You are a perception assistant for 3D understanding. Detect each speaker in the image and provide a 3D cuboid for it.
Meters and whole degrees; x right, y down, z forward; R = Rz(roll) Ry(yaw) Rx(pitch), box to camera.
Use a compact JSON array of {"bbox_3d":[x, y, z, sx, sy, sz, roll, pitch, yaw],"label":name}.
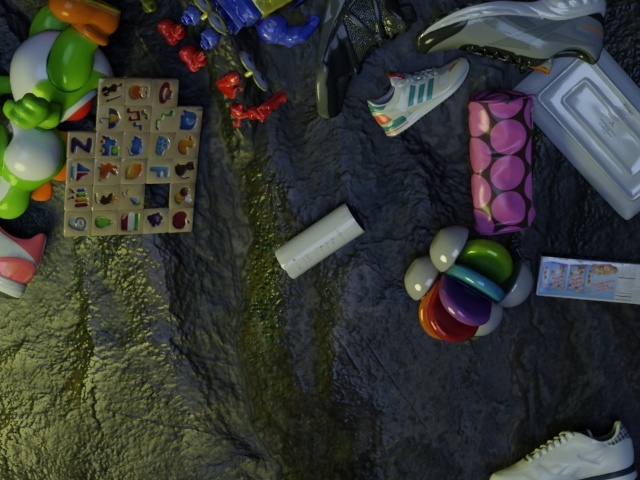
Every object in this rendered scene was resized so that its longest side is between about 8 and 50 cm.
[{"bbox_3d":[0.000,0.000,1.605,0.136,0.055,0.055,-34,102,11],"label":"speaker"}]

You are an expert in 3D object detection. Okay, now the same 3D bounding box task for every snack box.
[{"bbox_3d":[0.421,0.059,1.624,0.178,0.022,0.064,5,107,0],"label":"snack box"}]

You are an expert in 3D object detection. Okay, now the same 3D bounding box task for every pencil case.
[{"bbox_3d":[0.268,-0.114,1.547,0.098,0.095,0.209,-4,108,0],"label":"pencil case"}]

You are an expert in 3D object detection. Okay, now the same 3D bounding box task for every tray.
[{"bbox_3d":[0.421,-0.167,1.558,0.145,0.030,0.270,-43,100,11],"label":"tray"}]

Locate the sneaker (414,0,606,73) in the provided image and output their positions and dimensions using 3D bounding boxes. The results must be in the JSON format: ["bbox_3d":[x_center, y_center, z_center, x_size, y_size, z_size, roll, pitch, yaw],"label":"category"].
[{"bbox_3d":[0.268,-0.283,1.485,0.271,0.100,0.108,-5,92,3],"label":"sneaker"}]

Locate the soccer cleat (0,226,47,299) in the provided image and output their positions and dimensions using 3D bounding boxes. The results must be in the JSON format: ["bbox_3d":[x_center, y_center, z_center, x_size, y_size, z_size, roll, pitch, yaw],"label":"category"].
[{"bbox_3d":[-0.569,-0.031,1.603,0.318,0.108,0.116,30,84,-5],"label":"soccer cleat"}]

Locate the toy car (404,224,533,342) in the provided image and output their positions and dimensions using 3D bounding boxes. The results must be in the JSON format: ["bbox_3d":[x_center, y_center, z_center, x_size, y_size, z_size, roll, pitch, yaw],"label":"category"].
[{"bbox_3d":[0.211,0.079,1.562,0.159,0.136,0.182,32,133,-6],"label":"toy car"}]

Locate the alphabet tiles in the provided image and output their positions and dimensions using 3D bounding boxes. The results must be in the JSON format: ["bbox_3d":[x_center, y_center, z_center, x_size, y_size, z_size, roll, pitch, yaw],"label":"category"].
[{"bbox_3d":[-0.273,-0.121,1.550,0.198,0.009,0.237,-3,111,-26],"label":"alphabet tiles"}]

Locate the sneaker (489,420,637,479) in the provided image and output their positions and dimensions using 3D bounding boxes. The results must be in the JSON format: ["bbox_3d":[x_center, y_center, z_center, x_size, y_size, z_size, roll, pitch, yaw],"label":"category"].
[{"bbox_3d":[0.379,0.351,1.685,0.235,0.090,0.095,-12,92,1],"label":"sneaker"}]

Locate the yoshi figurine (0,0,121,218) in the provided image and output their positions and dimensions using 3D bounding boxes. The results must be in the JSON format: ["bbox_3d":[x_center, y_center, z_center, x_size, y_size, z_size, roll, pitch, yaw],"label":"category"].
[{"bbox_3d":[-0.435,-0.204,1.502,0.203,0.203,0.362,27,107,5],"label":"yoshi figurine"}]

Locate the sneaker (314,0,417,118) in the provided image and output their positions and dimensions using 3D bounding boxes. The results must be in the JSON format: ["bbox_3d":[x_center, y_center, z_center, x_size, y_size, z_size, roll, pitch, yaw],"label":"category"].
[{"bbox_3d":[0.062,-0.277,1.509,0.130,0.087,0.228,13,100,5],"label":"sneaker"}]

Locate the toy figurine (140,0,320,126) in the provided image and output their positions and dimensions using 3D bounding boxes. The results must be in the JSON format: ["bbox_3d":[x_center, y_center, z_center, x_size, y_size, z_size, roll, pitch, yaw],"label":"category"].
[{"bbox_3d":[-0.119,-0.366,1.493,0.217,0.191,0.363,-39,94,-19],"label":"toy figurine"}]

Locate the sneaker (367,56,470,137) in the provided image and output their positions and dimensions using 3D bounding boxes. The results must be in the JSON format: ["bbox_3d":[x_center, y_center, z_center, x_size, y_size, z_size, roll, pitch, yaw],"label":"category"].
[{"bbox_3d":[0.140,-0.224,1.536,0.161,0.057,0.075,-38,107,14],"label":"sneaker"}]
